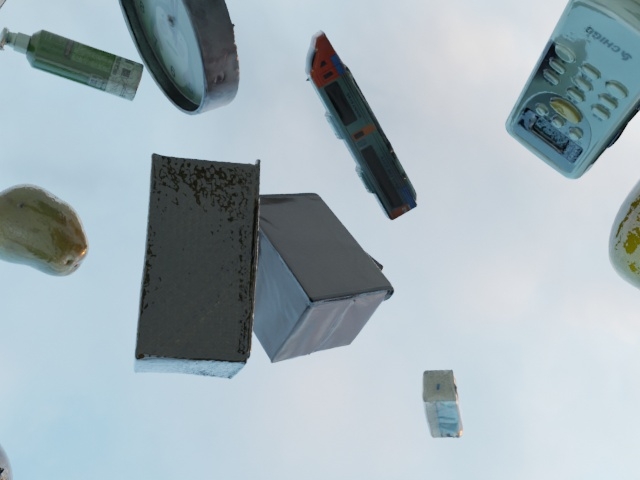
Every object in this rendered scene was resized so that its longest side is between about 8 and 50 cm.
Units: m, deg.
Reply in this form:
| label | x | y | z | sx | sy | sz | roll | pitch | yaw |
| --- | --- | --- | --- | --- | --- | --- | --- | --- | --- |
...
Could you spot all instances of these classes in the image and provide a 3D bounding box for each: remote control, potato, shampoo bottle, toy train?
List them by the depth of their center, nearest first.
| label | x | y | z | sx | sy | sz | roll | pitch | yaw |
| --- | --- | --- | --- | --- | --- | --- | --- | --- | --- |
| remote control | 0.330 | -0.188 | 0.921 | 0.140 | 0.296 | 0.056 | 40 | -110 | 13 |
| shampoo bottle | -0.373 | -0.269 | 1.105 | 0.205 | 0.065 | 0.065 | 16 | -131 | -22 |
| potato | -0.496 | -0.012 | 1.283 | 0.194 | 0.157 | 0.157 | 38 | -137 | 6 |
| toy train | 0.072 | -0.227 | 1.499 | 0.409 | 0.089 | 0.086 | 58 | -177 | -23 |

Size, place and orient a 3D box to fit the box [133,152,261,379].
| label | x | y | z | sx | sy | sz | roll | pitch | yaw |
| --- | --- | --- | --- | --- | --- | --- | --- | --- | --- |
| box | -0.165 | 0.037 | 0.977 | 0.143 | 0.184 | 0.273 | 6 | -108 | -13 |

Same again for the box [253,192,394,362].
| label | x | y | z | sx | sy | sz | roll | pitch | yaw |
| --- | --- | --- | --- | --- | --- | --- | --- | --- | --- |
| box | -0.038 | 0.055 | 1.213 | 0.188 | 0.153 | 0.252 | -4 | -136 | -41 |

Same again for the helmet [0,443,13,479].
| label | x | y | z | sx | sy | sz | roll | pitch | yaw |
| --- | --- | --- | --- | --- | --- | --- | --- | --- | --- |
| helmet | -0.505 | 0.331 | 0.959 | 0.193 | 0.216 | 0.189 | 58 | -162 | -23 |

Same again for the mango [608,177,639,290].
| label | x | y | z | sx | sy | sz | roll | pitch | yaw |
| --- | --- | --- | --- | --- | --- | --- | --- | --- | --- |
| mango | 0.561 | -0.067 | 1.080 | 0.182 | 0.253 | 0.365 | 28 | -110 | 23 |

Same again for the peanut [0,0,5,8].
| label | x | y | z | sx | sy | sz | roll | pitch | yaw |
| --- | --- | --- | --- | --- | --- | --- | --- | --- | --- |
| peanut | -0.228 | -0.190 | 0.445 | 0.130 | 0.290 | 0.130 | 45 | -159 | -23 |

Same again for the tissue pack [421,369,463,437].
| label | x | y | z | sx | sy | sz | roll | pitch | yaw |
| --- | --- | --- | --- | --- | --- | --- | --- | --- | --- |
| tissue pack | 0.196 | 0.265 | 1.190 | 0.059 | 0.094 | 0.074 | -7 | -144 | 12 |

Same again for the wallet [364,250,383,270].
| label | x | y | z | sx | sy | sz | roll | pitch | yaw |
| --- | --- | --- | --- | --- | --- | --- | --- | --- | --- |
| wallet | 0.000 | 0.000 | 1.614 | 0.165 | 0.309 | 0.042 | 39 | -100 | -30 |

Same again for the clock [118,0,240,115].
| label | x | y | z | sx | sy | sz | roll | pitch | yaw |
| --- | --- | --- | --- | --- | --- | --- | --- | --- | --- |
| clock | -0.240 | -0.359 | 1.199 | 0.066 | 0.319 | 0.319 | -28 | -105 | -24 |
